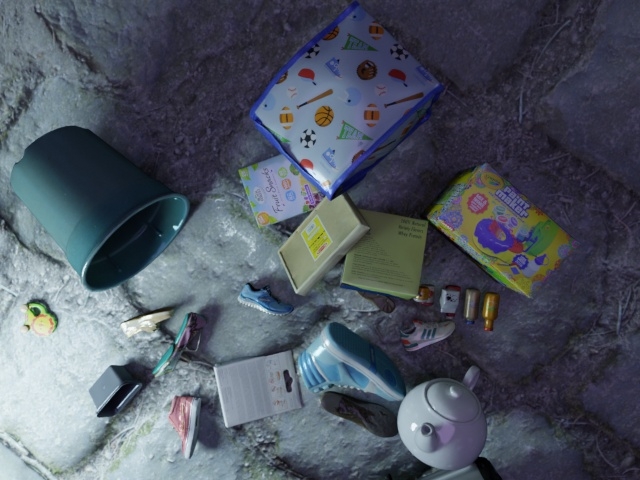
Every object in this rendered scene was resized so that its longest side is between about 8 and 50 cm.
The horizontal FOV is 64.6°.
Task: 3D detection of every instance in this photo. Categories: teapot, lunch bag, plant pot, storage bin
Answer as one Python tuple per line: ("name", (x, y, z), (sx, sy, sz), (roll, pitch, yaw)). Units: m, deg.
("teapot", (0.336, 0.454, 1.338), (0.253, 0.256, 0.187), (6, 119, -10))
("lunch bag", (0.056, -0.336, 1.304), (0.385, 0.239, 0.328), (-43, 81, -5))
("plant pot", (-0.588, -0.100, 1.326), (0.334, 0.341, 0.341), (42, 94, 7))
("storage bin", (-0.598, 0.430, 1.469), (0.135, 0.098, 0.091), (-48, 63, 5))

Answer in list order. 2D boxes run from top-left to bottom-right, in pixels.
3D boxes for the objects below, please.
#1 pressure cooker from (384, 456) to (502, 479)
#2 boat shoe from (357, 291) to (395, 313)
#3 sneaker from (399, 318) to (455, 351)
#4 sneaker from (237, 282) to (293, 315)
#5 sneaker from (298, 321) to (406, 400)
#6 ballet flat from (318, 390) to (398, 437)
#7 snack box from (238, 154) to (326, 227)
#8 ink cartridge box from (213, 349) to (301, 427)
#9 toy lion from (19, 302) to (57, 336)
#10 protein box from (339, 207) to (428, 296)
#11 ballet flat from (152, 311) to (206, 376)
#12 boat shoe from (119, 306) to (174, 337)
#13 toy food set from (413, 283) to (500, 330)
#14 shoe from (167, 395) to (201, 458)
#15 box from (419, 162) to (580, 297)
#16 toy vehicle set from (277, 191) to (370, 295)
("pressure cooker", (0.327, 0.813, 1.316), (0.421, 0.369, 0.375), (-23, 124, 4))
("boat shoe", (0.151, 0.146, 1.444), (0.153, 0.048, 0.056), (38, 99, 6))
("sneaker", (0.300, 0.252, 1.433), (0.161, 0.057, 0.075), (-25, 98, 6))
("sneaker", (-0.152, 0.166, 1.443), (0.162, 0.063, 0.073), (19, 91, 1))
("sneaker", (0.075, 0.381, 1.431), (0.319, 0.127, 0.208), (41, 115, -15))
("ballet flat", (0.110, 0.499, 1.463), (0.250, 0.058, 0.084), (21, 73, -5))
("snack box", (-0.101, -0.149, 1.417), (0.207, 0.070, 0.174), (-20, 93, 5))
("ink cartridge box", (-0.183, 0.425, 1.477), (0.225, 0.056, 0.180), (-11, 93, -16))
("toy lion", (-0.829, 0.234, 1.491), (0.096, 0.034, 0.100), (0, 93, -5))
("protein box", (0.167, 0.040, 1.364), (0.200, 0.136, 0.201), (10, 79, 2))
("ballet flat", (-0.399, 0.312, 1.462), (0.079, 0.077, 0.221), (30, 94, -19))
("boat shoe", (-0.493, 0.239, 1.464), (0.170, 0.063, 0.059), (-18, 95, 13))
("toy food set", (0.363, 0.183, 1.397), (0.232, 0.111, 0.104), (4, 94, -6))
("shoe", (-0.402, 0.542, 1.478), (0.081, 0.063, 0.177), (6, 89, 3))
("box", (0.439, -0.032, 1.299), (0.290, 0.279, 0.177), (41, 94, 0))
("toy vehicle set", (0.000, 0.000, 1.350), (0.267, 0.035, 0.166), (-47, 46, 22))
